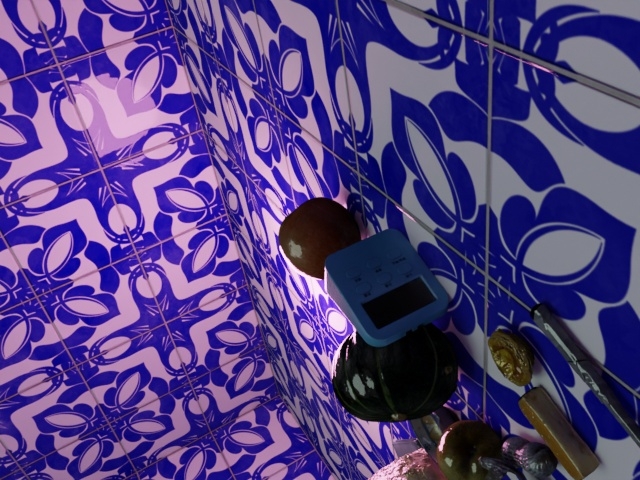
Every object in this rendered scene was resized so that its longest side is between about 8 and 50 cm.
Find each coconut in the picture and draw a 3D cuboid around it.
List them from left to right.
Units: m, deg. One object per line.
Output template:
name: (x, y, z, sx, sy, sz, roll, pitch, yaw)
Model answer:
coconut: (0.260, 0.784, 1.928, 0.297, 0.309, 0.297, 48, -168, -14)

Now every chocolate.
chocolate: (0.457, 0.473, 1.441, 0.072, 0.072, 0.167, 65, 162, -1)

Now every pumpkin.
pumpkin: (0.182, 0.324, 1.631, 0.323, 0.322, 0.242, 112, 151, -67)

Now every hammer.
hammer: (0.502, 0.277, 1.112, 0.427, 0.044, 0.152, 58, 162, 25)

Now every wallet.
wallet: (0.352, 0.806, 2.217, 0.291, 0.054, 0.251, 67, 159, 11)

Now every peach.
peach: (0.000, 0.000, 1.864, 0.252, 0.252, 0.253, 54, 159, 31)

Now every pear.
pear: (0.369, 0.522, 1.611, 0.167, 0.167, 0.137, 54, 167, 30)

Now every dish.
dish: (0.340, 0.524, 1.820, 0.228, 0.086, 0.237, 30, 141, 59)

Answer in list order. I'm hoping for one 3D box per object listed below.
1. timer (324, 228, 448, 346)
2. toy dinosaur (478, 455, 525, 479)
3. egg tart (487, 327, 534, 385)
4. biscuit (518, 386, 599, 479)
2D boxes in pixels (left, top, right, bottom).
timer: (0.156, 0.110, 1.560, 0.250, 0.231, 0.091, 50, 154, 36)
toy dinosaur: (0.452, 0.599, 1.500, 0.294, 0.077, 0.162, 35, 141, -12)
egg tart: (0.392, 0.232, 1.337, 0.130, 0.052, 0.130, 54, 161, 29)
biscuit: (0.472, 0.379, 1.304, 0.188, 0.056, 0.052, 57, 159, 27)
